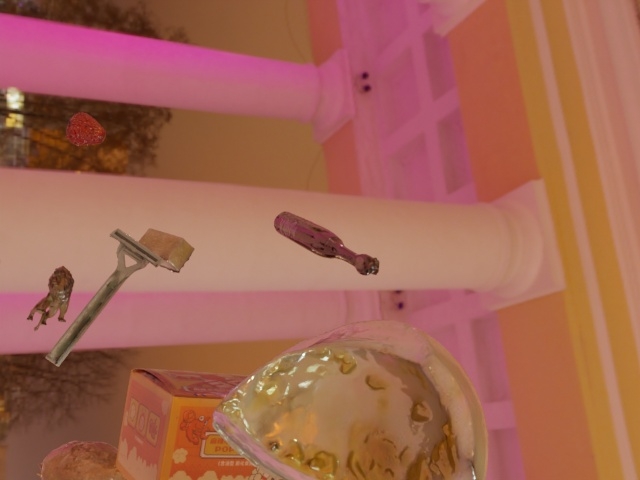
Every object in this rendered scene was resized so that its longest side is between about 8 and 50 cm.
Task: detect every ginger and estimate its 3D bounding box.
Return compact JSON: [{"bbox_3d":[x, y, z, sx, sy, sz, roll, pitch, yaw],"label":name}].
[{"bbox_3d":[-0.545,0.542,1.643,0.138,0.267,0.152,-47,151,-65],"label":"ginger"}]

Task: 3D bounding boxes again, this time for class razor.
[{"bbox_3d":[-0.430,0.119,1.352,0.278,0.111,0.056,-55,180,-11],"label":"razor"}]

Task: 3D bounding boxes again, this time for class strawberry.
[{"bbox_3d":[-0.508,-0.238,1.520,0.083,0.073,0.073,19,-68,18],"label":"strawberry"}]

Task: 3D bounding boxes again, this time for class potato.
[{"bbox_3d":[-0.370,0.022,1.645,0.122,0.086,0.061,17,-31,27],"label":"potato"}]

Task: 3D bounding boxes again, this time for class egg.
[{"bbox_3d":[0.052,0.170,0.715,0.162,0.271,0.206,-64,146,-38],"label":"egg"}]

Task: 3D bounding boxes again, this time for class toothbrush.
[{"bbox_3d":[-0.001,0.000,0.982,0.364,0.040,0.041,-154,-111,-68],"label":"toothbrush"}]

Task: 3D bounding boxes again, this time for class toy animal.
[{"bbox_3d":[-0.573,0.142,1.489,0.220,0.069,0.086,-45,-143,35],"label":"toy animal"}]

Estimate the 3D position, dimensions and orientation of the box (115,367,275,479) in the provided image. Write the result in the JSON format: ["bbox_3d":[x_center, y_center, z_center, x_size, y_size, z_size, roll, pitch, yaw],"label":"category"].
[{"bbox_3d":[-0.209,0.369,1.349,0.259,0.283,0.214,0,-98,58],"label":"box"}]
